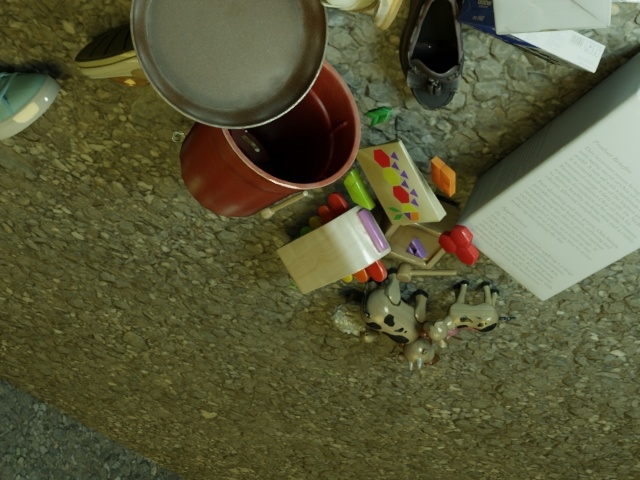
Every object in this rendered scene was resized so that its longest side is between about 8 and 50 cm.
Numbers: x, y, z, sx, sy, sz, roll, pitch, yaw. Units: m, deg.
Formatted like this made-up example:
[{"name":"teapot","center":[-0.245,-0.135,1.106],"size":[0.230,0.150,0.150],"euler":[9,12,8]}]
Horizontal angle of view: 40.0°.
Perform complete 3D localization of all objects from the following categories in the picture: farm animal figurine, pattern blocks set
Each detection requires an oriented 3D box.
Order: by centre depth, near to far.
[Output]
[{"name":"pattern blocks set","center":[0.147,-0.102,1.615],"size":[0.285,0.026,0.325],"euler":[8,131,49]},{"name":"farm animal figurine","center":[0.223,0.195,2.018],"size":[0.326,0.172,0.330],"euler":[25,143,-16]}]

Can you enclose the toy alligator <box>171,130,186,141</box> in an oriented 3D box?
[{"name":"toy alligator","center":[-0.224,-0.169,1.772],"size":[0.189,0.056,0.051],"euler":[33,-179,-26]}]

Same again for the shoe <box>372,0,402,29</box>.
[{"name":"shoe","center":[0.109,-0.412,1.264],"size":[0.058,0.076,0.219],"euler":[18,120,-3]}]

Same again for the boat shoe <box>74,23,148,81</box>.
[{"name":"boat shoe","center":[-0.286,-0.318,1.526],"size":[0.302,0.113,0.103],"euler":[-6,135,25]}]

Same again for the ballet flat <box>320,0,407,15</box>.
[{"name":"ballet flat","center":[0.003,-0.412,1.302],"size":[0.316,0.106,0.107],"euler":[34,139,-27]}]

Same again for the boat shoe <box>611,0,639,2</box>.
[{"name":"boat shoe","center":[0.367,-0.373,1.230],"size":[0.320,0.118,0.103],"euler":[-2,138,11]}]

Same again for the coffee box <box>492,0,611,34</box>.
[{"name":"coffee box","center":[0.300,-0.383,1.119],"size":[0.141,0.246,0.098],"euler":[2,143,18]}]

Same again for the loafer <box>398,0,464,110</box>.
[{"name":"loafer","center":[0.178,-0.307,1.394],"size":[0.109,0.095,0.302],"euler":[2,144,5]}]

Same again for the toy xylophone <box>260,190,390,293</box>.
[{"name":"toy xylophone","center":[0.000,0.000,1.847],"size":[0.322,0.081,0.236],"euler":[-12,107,54]}]

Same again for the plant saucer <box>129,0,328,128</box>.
[{"name":"plant saucer","center":[-0.139,-0.329,1.353],"size":[0.310,0.311,0.050],"euler":[29,178,-21]}]

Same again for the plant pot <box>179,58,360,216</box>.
[{"name":"plant pot","center":[-0.113,-0.175,1.563],"size":[0.272,0.272,0.265],"euler":[28,151,-20]}]

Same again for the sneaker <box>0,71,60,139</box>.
[{"name":"sneaker","center":[-0.676,-0.280,1.695],"size":[0.366,0.135,0.150],"euler":[-8,143,26]}]

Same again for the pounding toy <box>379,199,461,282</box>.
[{"name":"pounding toy","center":[0.210,0.001,1.820],"size":[0.181,0.094,0.206],"euler":[21,145,-9]}]

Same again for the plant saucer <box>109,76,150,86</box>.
[{"name":"plant saucer","center":[-0.356,-0.305,1.630],"size":[0.083,0.015,0.083],"euler":[7,173,1]}]

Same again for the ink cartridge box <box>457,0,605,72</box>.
[{"name":"ink cartridge box","center":[0.314,-0.308,1.304],"size":[0.207,0.046,0.097],"euler":[14,-169,-32]}]

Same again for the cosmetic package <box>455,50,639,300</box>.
[{"name":"cosmetic package","center":[0.465,-0.099,1.498],"size":[0.230,0.161,0.453],"euler":[39,141,-9]}]
